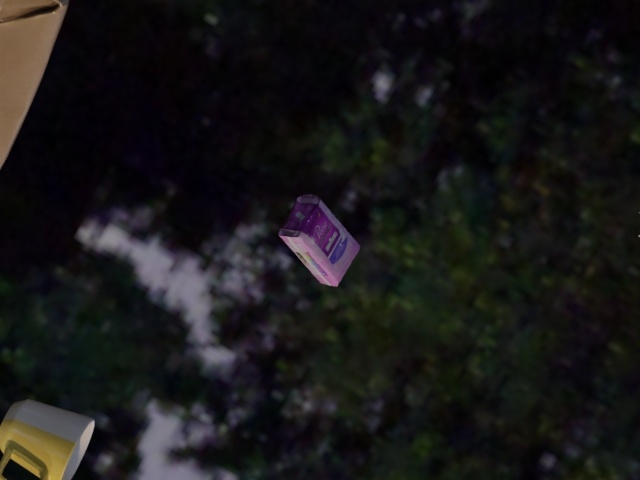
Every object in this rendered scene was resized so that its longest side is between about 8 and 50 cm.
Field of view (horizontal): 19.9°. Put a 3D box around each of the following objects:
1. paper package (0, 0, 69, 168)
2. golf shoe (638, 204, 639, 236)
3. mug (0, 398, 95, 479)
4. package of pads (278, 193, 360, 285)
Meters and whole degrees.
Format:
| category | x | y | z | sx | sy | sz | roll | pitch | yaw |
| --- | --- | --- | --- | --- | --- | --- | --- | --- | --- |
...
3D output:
| category | x | y | z | sx | sy | sz | roll | pitch | yaw |
| --- | --- | --- | --- | --- | --- | --- | --- | --- | --- |
| paper package | -0.281 | -0.256 | 1.427 | 0.309 | 0.168 | 0.325 | 131 | -31 | -58 |
| golf shoe | 0.341 | -0.044 | 1.685 | 0.067 | 0.086 | 0.186 | -51 | 147 | -46 |
| mug | -0.221 | 0.158 | 1.438 | 0.078 | 0.064 | 0.062 | -53 | 167 | -72 |
| package of pads | 0.000 | 0.000 | 1.733 | 0.032 | 0.083 | 0.050 | 6 | -123 | 42 |
